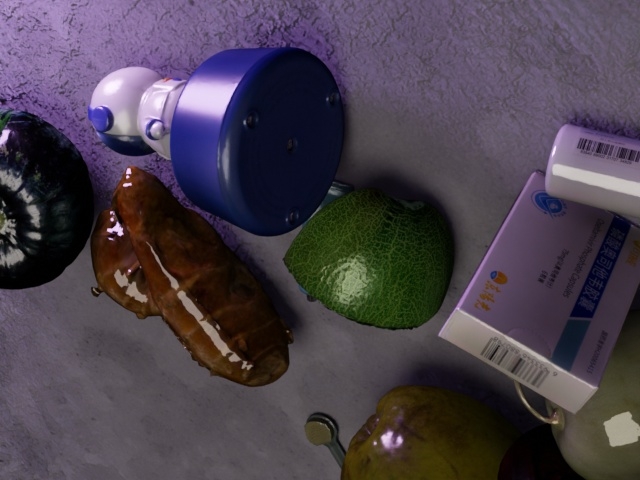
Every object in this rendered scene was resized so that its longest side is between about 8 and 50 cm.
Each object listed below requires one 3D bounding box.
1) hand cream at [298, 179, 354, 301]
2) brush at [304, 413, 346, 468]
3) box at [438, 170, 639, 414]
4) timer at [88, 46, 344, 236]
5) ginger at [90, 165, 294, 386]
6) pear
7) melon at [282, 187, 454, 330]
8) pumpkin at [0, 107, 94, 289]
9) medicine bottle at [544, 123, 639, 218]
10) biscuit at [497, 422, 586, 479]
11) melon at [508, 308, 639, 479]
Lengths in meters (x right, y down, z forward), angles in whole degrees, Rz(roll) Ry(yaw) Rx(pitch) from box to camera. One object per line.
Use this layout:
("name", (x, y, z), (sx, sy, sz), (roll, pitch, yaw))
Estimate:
("hand cream", (0.000, 0.000, 1.920), (0.083, 0.048, 0.224), (19, 121, 15))
("brush", (0.052, 0.422, 2.169), (0.062, 0.027, 0.266), (-20, 110, 35))
("box", (0.309, 0.058, 1.600), (0.200, 0.343, 0.065), (30, 132, 7))
("timer", (-0.186, -0.172, 1.794), (0.383, 0.270, 0.270), (15, 127, 35))
("ginger", (-0.227, 0.086, 2.005), (0.418, 0.176, 0.254), (47, 136, -4))
("pear", (0.202, 0.435, 1.918), (0.413, 0.352, 0.352), (50, 129, -1))
("melon", (0.098, 0.028, 1.767), (0.265, 0.129, 0.169), (12, 121, -18))
("pumpkin", (-0.527, -0.079, 2.013), (0.315, 0.238, 0.315), (3, 121, 5))
("medicine bottle", (0.403, -0.088, 1.614), (0.187, 0.103, 0.103), (15, 126, 18))
("biscuit", (0.442, 0.416, 1.730), (0.407, 0.407, 0.091), (35, 118, 3))
("melon", (0.455, 0.219, 1.670), (0.308, 0.272, 0.272), (-31, 106, 1))
